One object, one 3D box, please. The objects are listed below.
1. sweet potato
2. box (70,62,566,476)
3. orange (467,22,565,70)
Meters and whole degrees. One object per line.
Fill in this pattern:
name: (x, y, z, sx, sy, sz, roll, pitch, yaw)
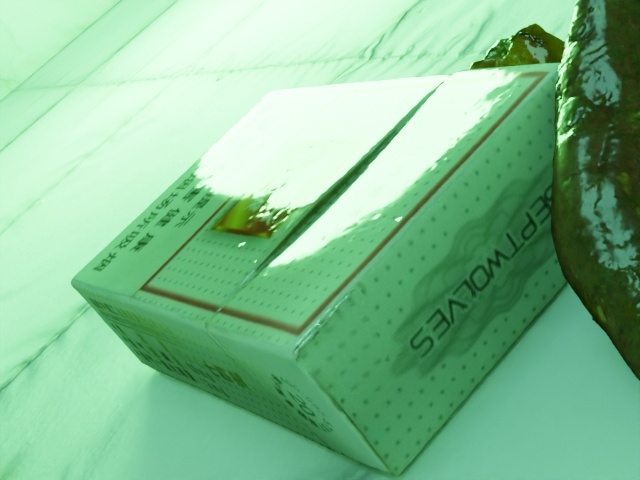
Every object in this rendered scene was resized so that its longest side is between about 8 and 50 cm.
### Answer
sweet potato: (0.137, -0.016, 0.509, 0.078, 0.058, 0.255, -37, 41, 36)
box: (0.001, 0.000, 0.696, 0.210, 0.095, 0.330, -46, 25, -18)
orange: (0.130, -0.086, 0.708, 0.086, 0.062, 0.086, -14, 73, 53)
